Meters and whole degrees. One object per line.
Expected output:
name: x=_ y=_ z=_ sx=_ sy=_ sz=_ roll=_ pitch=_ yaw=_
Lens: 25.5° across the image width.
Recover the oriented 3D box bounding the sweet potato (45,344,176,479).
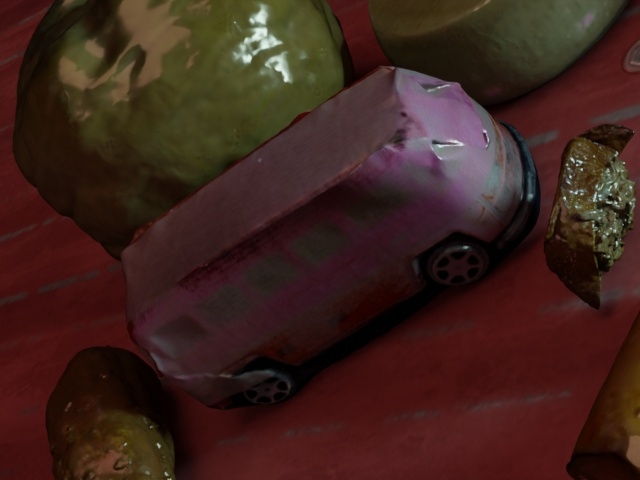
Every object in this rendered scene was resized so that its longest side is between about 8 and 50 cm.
sweet potato: x=-0.158 y=0.156 z=1.068 sx=0.354 sy=0.095 sz=0.106 roll=-120 pitch=33 yaw=-63

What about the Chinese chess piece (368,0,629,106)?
Chinese chess piece: x=0.147 y=-0.213 z=1.103 sx=0.238 sy=0.092 sz=0.237 roll=-34 pitch=32 yaw=26

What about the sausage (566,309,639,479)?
sausage: x=0.225 y=0.027 z=0.707 sx=0.270 sy=0.109 sz=0.109 roll=-56 pitch=30 yaw=-11

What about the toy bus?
toy bus: x=0.000 y=0.000 z=1.003 sx=0.303 sy=0.147 sz=0.127 roll=-34 pitch=38 yaw=26

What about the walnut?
walnut: x=-0.106 y=-0.114 z=1.164 sx=0.277 sy=0.282 sz=0.253 roll=-38 pitch=69 yaw=7

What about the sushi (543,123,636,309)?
sushi: x=0.169 y=-0.017 z=0.878 sx=0.052 sy=0.055 sz=0.120 roll=96 pitch=-168 yaw=-46
